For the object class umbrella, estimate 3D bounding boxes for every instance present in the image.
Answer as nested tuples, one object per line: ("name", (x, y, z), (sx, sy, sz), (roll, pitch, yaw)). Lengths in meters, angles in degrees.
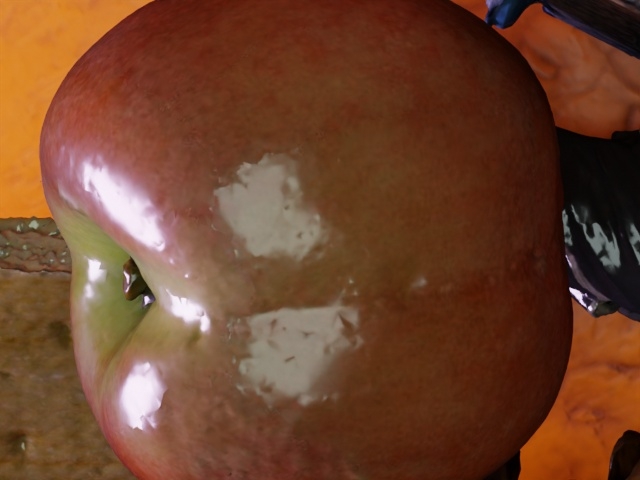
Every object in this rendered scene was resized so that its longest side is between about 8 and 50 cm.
("umbrella", (0.130, -0.024, 0.932), (0.358, 0.106, 0.113), (19, 94, 14))

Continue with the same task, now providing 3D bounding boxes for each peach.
("peach", (0.000, 0.000, 0.791), (0.252, 0.252, 0.252), (2, 101, 10))

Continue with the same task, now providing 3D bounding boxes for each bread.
("bread", (-0.115, 0.075, 0.972), (0.287, 0.056, 0.207), (6, 129, -5))

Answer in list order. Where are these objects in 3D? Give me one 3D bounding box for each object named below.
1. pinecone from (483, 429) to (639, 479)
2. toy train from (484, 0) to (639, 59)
("pinecone", (0.120, 0.245, 0.871), (0.384, 0.384, 0.384), (2, 101, 10))
("toy train", (0.154, -0.170, 0.791), (0.131, 0.300, 0.202), (29, 96, 5))
